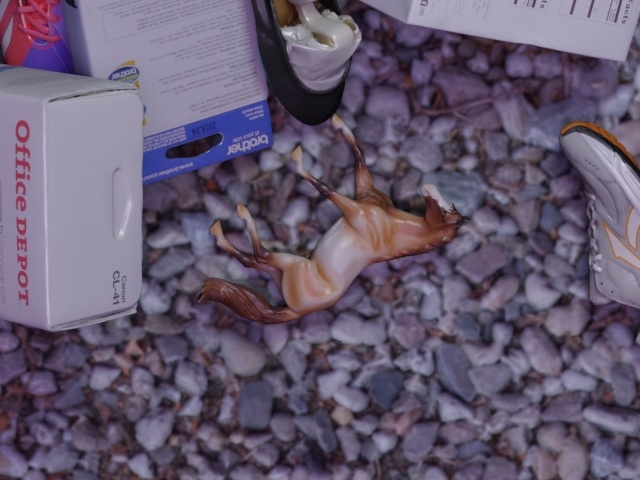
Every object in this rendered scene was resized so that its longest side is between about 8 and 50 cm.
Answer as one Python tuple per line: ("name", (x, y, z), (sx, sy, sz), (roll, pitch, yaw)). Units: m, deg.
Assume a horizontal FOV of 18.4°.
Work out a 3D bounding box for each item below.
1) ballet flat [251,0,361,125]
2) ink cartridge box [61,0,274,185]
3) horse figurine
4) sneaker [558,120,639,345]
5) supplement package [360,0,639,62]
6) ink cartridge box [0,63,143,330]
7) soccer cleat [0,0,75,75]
("ballet flat", (-0.019, -0.224, 1.911), (0.095, 0.096, 0.280), (-36, 125, -25))
("ink cartridge box", (-0.154, -0.217, 1.918), (0.186, 0.065, 0.311), (-20, 114, -25))
("horse figurine", (0.000, 0.000, 2.025), (0.263, 0.066, 0.174), (-42, 94, 7))
("sneaker", (0.305, 0.003, 2.010), (0.121, 0.099, 0.262), (-34, 100, 13))
("supplement package", (0.174, -0.264, 1.880), (0.244, 0.139, 0.133), (6, 106, -27))
("ink cartridge box", (-0.324, -0.053, 1.902), (0.306, 0.131, 0.226), (11, 106, 38))
("soccer cleat", (-0.266, -0.277, 1.928), (0.109, 0.116, 0.318), (6, 104, -1))
